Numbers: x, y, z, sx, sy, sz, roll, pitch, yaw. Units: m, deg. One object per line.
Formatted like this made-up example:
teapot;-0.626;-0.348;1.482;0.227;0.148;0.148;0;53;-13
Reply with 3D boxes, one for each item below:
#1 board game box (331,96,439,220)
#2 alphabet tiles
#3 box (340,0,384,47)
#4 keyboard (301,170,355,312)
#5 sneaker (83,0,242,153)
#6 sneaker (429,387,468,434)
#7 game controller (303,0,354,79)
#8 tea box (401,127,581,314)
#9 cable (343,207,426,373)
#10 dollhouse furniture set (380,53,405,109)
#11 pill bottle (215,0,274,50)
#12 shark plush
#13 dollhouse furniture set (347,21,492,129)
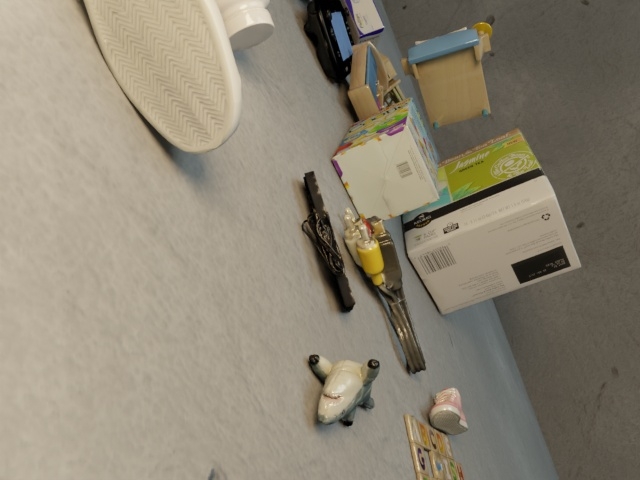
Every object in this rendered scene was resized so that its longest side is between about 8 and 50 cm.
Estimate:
board game box;0.134;-0.160;1.030;0.144;0.142;0.275;62;21;-17
alphabet tiles;0.190;0.380;0.799;0.237;0.009;0.198;42;31;-49
box;0.098;-0.556;1.383;0.137;0.072;0.126;127;-59;-79
keyboard;0.000;0.000;0.698;0.100;0.038;0.192;84;-12;-75
sneaker;-0.129;-0.225;0.473;0.292;0.108;0.169;63;23;-9
sneaker;0.207;0.276;0.897;0.134;0.051;0.070;49;25;-50
game controller;0.036;-0.457;1.209;0.166;0.067;0.319;61;21;-17
tea box;0.385;-0.050;1.288;0.220;0.329;0.323;55;22;-30
cable;0.096;0.077;0.856;0.139;0.072;0.287;-108;-179;-69
dollhouse furniture set;0.141;-0.415;1.454;0.182;0.101;0.161;47;3;-43
pill bottle;-0.112;-0.311;0.640;0.152;0.086;0.086;68;20;0
shark plush;0.026;0.168;0.582;0.161;0.073;0.067;73;23;-69
dollhouse furniture set;0.247;-0.337;1.207;0.286;0.303;0.198;58;29;-42
